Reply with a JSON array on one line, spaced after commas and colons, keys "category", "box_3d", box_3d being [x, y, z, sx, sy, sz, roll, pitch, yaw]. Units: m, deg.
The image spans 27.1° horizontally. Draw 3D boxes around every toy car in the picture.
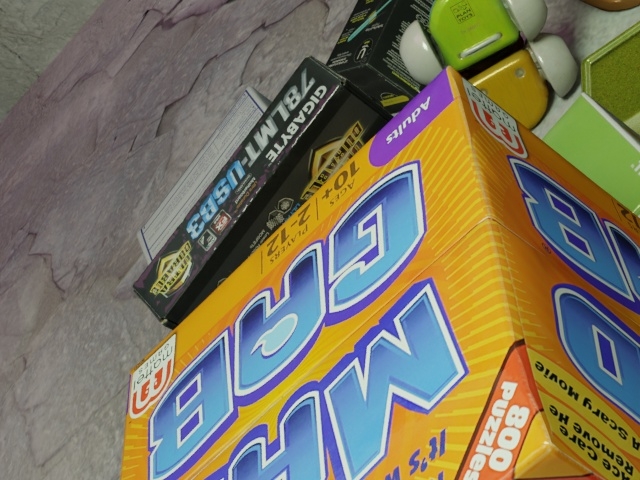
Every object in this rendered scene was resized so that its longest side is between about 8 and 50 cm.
[{"category": "toy car", "box_3d": [0.179, -0.207, 1.444, 0.159, 0.182, 0.136, -28, 26, 13]}]

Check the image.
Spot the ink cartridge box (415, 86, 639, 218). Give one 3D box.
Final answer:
[{"category": "ink cartridge box", "box_3d": [0.220, -0.056, 1.093, 0.097, 0.255, 0.189, -49, 27, 14]}]

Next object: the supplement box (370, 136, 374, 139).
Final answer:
[{"category": "supplement box", "box_3d": [0.108, 0.032, 1.255, 0.129, 0.194, 0.191, 7, 65, 61]}]

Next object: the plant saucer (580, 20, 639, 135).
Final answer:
[{"category": "plant saucer", "box_3d": [0.319, -0.155, 1.285, 0.188, 0.045, 0.188, -35, 32, 37]}]

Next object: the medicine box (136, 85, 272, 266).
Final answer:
[{"category": "medicine box", "box_3d": [-0.088, -0.023, 1.715, 0.263, 0.149, 0.289, -52, 26, 8]}]

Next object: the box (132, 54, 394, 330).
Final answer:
[{"category": "box", "box_3d": [0.000, 0.000, 1.371, 0.295, 0.293, 0.073, -53, 47, 4]}]

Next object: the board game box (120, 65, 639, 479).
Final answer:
[{"category": "board game box", "box_3d": [0.108, 0.184, 0.883, 0.356, 0.356, 0.356, -43, 28, 25]}]

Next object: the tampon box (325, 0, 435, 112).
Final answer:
[{"category": "tampon box", "box_3d": [0.096, -0.259, 1.729, 0.120, 0.101, 0.161, -4, 56, 59]}]

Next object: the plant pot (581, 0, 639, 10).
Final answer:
[{"category": "plant pot", "box_3d": [0.297, -0.382, 1.409, 0.291, 0.203, 0.291, -42, 28, 28]}]
